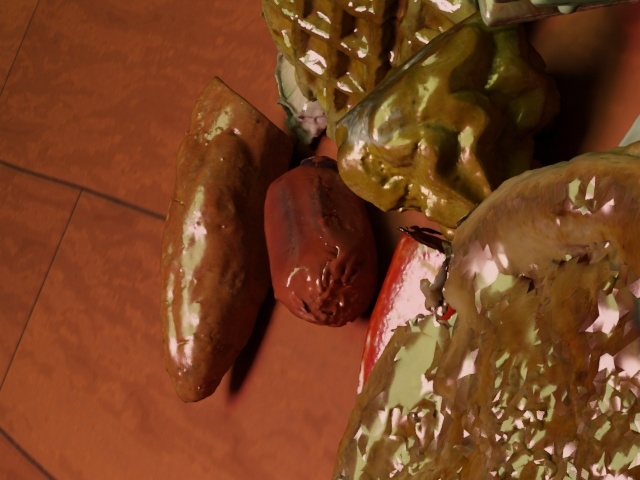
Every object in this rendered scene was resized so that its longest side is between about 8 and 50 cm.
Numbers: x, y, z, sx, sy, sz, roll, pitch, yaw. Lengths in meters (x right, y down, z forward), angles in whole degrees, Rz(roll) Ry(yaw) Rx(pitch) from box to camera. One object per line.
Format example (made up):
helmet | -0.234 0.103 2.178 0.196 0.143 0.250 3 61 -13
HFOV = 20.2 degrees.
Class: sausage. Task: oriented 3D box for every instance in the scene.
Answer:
sausage | 0.000 0.000 1.204 0.076 0.076 0.141 -55 29 26

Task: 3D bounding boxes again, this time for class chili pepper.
chili pepper | 0.058 0.084 1.038 0.088 0.065 0.169 26 101 40

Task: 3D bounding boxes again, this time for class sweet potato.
sweet potato | -0.072 -0.002 1.336 0.097 0.097 0.252 -24 52 57

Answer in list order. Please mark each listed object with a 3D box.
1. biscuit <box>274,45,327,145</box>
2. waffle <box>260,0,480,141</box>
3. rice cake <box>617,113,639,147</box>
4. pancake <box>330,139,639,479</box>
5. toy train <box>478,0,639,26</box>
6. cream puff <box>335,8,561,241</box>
biscuit | 0.020 -0.161 1.343 0.188 0.040 0.265 -61 25 9
waffle | 0.027 -0.161 1.163 0.207 0.214 0.054 -16 18 48
rice cake | 0.193 -0.073 0.900 0.245 0.042 0.045 -58 31 20
pancake | 0.107 0.128 0.843 0.382 0.071 0.382 -38 44 49
toy train | 0.123 -0.274 0.986 0.159 0.129 0.326 87 173 -72
cream puff | 0.084 -0.060 1.047 0.146 0.116 0.146 -40 3 2
